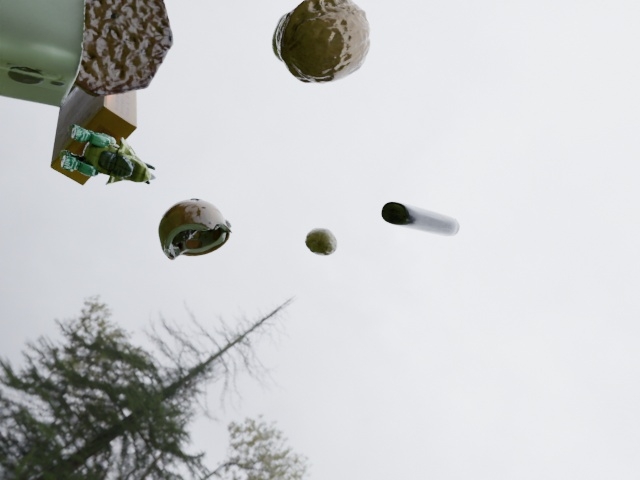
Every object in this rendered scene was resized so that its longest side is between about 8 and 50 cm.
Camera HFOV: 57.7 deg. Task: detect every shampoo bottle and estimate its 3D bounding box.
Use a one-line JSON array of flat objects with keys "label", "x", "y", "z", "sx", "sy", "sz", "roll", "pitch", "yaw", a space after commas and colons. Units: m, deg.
[{"label": "shampoo bottle", "x": 0.229, "y": -0.044, "z": 1.277, "sx": 0.087, "sy": 0.233, "sz": 0.049, "roll": 19, "pitch": -84, "yaw": 43}]

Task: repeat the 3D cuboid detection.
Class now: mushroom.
[{"label": "mushroom", "x": -0.076, "y": -0.593, "z": 1.707, "sx": 0.122, "sy": 0.154, "sz": 0.154, "roll": 18, "pitch": -43, "yaw": -1}]

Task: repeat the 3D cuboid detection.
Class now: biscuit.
[{"label": "biscuit", "x": -0.520, "y": -0.519, "z": 1.378, "sx": 0.046, "sy": 0.359, "sz": 0.359, "roll": 9, "pitch": -57, "yaw": 55}]

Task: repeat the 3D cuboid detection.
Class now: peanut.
[{"label": "peanut", "x": 0.000, "y": 0.000, "z": 1.851, "sx": 0.100, "sy": 0.099, "sz": 0.214, "roll": 63, "pitch": -1, "yaw": -8}]

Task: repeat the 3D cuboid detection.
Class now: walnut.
[{"label": "walnut", "x": 0.003, "y": -0.441, "z": 1.287, "sx": 0.213, "sy": 0.213, "sz": 0.213, "roll": 29, "pitch": -45, "yaw": 33}]

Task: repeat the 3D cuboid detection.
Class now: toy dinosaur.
[{"label": "toy dinosaur", "x": -0.420, "y": -0.167, "z": 1.109, "sx": 0.259, "sy": 0.153, "sz": 0.094, "roll": 30, "pitch": -82, "yaw": 50}]

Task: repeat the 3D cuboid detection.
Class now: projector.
[{"label": "projector", "x": -0.603, "y": -0.419, "z": 1.109, "sx": 0.248, "sy": 0.249, "sz": 0.248, "roll": -17, "pitch": -108, "yaw": 53}]

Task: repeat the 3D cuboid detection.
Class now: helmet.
[{"label": "helmet", "x": -0.352, "y": -0.041, "z": 1.593, "sx": 0.224, "sy": 0.198, "sz": 0.130, "roll": 42, "pitch": 26, "yaw": -75}]

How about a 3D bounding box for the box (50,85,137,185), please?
[{"label": "box", "x": -0.673, "y": -0.392, "z": 1.744, "sx": 0.264, "sy": 0.115, "sz": 0.415, "roll": -41, "pitch": -139, "yaw": 19}]
